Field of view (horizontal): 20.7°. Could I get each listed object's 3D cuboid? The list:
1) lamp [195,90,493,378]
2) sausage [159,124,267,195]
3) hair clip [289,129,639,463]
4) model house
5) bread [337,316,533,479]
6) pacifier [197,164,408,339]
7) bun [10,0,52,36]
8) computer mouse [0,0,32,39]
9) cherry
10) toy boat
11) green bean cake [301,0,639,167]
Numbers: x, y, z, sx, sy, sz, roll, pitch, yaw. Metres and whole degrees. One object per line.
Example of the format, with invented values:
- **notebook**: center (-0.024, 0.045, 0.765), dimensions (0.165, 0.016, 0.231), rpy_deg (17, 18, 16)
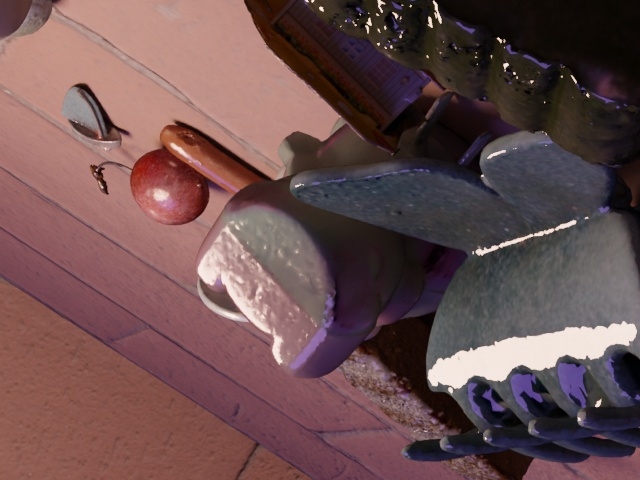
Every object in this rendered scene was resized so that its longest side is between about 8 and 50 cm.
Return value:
- **lamp**: center (0.050, -0.026, 1.666), dimensions (0.247, 0.301, 0.247), rpy_deg (44, 127, 17)
- **sausage**: center (-0.116, -0.086, 2.156), dimensions (0.186, 0.043, 0.043), rpy_deg (33, 163, -10)
- **hair clip**: center (0.212, 0.053, 1.433), dimensions (0.392, 0.238, 0.318), rpy_deg (7, 166, -32)
- **model house**: center (0.043, -0.204, 1.452), dimensions (0.219, 0.136, 0.207), rpy_deg (46, -158, -1)
- **bread**: center (0.106, 0.169, 2.324), dimensions (0.416, 0.113, 0.165), rpy_deg (43, 165, -21)
- **pacifier**: center (0.000, 0.000, 2.024), dimensions (0.287, 0.238, 0.225), rpy_deg (7, 123, 17)
- **bun**: center (-0.374, -0.278, 1.974), dimensions (0.141, 0.083, 0.141), rpy_deg (25, 161, 9)
- **computer mouse**: center (-0.343, -0.312, 1.608), dimensions (0.184, 0.297, 0.121), rpy_deg (22, 132, -30)
- **cherry**: center (-0.218, -0.069, 2.287), dimensions (0.107, 0.090, 0.225), rpy_deg (38, 162, -30)
- **toy boat**: center (-0.307, -0.173, 2.268), dimensions (0.096, 0.034, 0.122), rpy_deg (23, 153, 24)
- **green bean cake**: center (0.142, -0.194, 1.047), dimensions (0.255, 0.241, 0.132), rpy_deg (27, 161, 11)
